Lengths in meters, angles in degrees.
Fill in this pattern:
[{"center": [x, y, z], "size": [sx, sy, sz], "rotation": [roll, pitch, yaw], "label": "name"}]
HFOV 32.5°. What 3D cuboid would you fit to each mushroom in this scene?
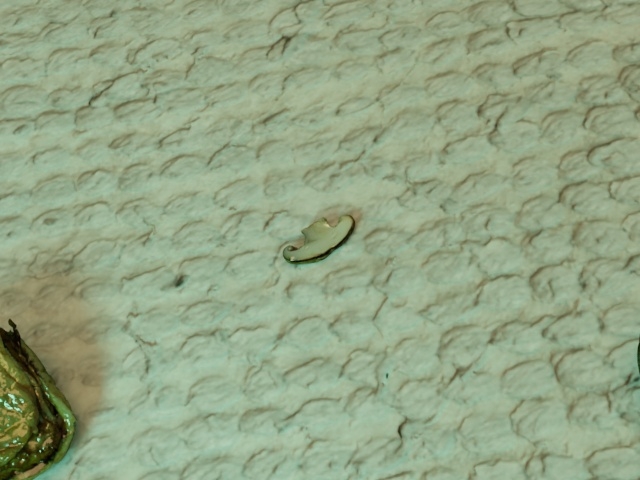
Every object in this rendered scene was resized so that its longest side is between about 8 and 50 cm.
[{"center": [0.000, 0.000, 1.359], "size": [0.101, 0.019, 0.049], "rotation": [-29, 63, -8], "label": "mushroom"}]

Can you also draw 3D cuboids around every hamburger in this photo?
[{"center": [-0.396, 0.199, 1.285], "size": [0.183, 0.130, 0.206], "rotation": [-33, 82, -5], "label": "hamburger"}]

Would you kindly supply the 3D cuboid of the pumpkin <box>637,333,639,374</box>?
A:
[{"center": [0.447, 0.146, 1.140], "size": [0.219, 0.162, 0.219], "rotation": [1, 41, -1], "label": "pumpkin"}]
